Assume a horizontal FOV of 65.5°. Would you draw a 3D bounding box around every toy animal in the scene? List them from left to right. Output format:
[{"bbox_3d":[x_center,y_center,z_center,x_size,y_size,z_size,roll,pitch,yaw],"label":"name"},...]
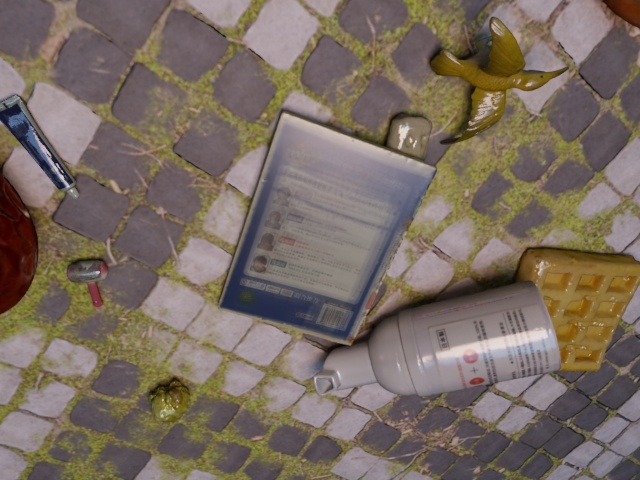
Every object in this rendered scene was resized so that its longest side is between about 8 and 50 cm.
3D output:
[{"bbox_3d":[0.230,-0.226,0.637,0.155,0.095,0.219,-20,157,-2],"label":"toy animal"}]

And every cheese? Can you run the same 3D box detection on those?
[{"bbox_3d":[0.112,-0.085,0.719,0.065,0.043,0.193,7,114,-13],"label":"cheese"}]

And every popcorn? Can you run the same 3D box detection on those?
[{"bbox_3d":[-0.249,0.265,0.812,0.059,0.068,0.083,50,138,-6],"label":"popcorn"}]

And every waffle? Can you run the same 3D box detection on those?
[{"bbox_3d":[0.434,0.133,0.895,0.221,0.055,0.247,4,116,-14],"label":"waffle"}]

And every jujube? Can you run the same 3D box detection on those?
[{"bbox_3d":[-0.429,-0.020,0.580,0.168,0.168,0.236,-7,101,-9],"label":"jujube"}]

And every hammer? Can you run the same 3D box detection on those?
[{"bbox_3d":[-0.326,0.064,0.710,0.053,0.031,0.083,-3,128,-8],"label":"hammer"}]

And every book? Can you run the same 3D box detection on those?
[{"bbox_3d":[0.000,0.000,0.724,0.229,0.018,0.322,18,114,-11],"label":"book"}]

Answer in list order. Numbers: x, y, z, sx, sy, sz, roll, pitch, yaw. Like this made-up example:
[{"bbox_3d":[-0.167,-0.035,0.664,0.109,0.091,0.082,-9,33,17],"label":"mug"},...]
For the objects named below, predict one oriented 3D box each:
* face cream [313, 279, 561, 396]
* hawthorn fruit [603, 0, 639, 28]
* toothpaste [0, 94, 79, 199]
[{"bbox_3d":[0.172,0.174,0.805,0.370,0.145,0.145,-14,120,13],"label":"face cream"},{"bbox_3d":[0.419,-0.348,0.614,0.189,0.149,0.149,40,105,10],"label":"hawthorn fruit"},{"bbox_3d":[-0.345,-0.110,0.618,0.037,0.021,0.139,-29,117,-5],"label":"toothpaste"}]
